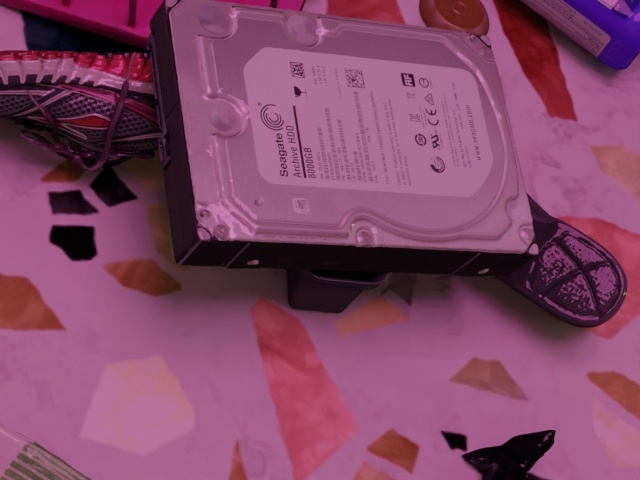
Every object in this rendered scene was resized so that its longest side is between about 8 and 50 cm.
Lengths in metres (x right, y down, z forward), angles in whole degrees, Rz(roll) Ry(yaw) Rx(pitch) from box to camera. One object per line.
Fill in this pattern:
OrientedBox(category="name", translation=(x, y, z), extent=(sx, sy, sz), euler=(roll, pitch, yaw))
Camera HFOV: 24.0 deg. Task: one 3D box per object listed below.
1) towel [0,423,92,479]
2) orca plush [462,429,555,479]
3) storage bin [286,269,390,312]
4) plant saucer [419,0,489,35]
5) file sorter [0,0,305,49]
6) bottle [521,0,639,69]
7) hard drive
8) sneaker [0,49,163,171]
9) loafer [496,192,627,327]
OrientedBox(category="towel", translation=(-0.325, 0.221, 1.164), extent=(0.325, 0.038, 0.248), euler=(33, 55, 0))
OrientedBox(category="orca plush", translation=(0.210, 0.291, 1.290), extent=(0.151, 0.102, 0.287), euler=(11, 57, -15))
OrientedBox(category="storage bin", translation=(0.000, 0.000, 1.392), extent=(0.098, 0.091, 0.135), euler=(6, 58, -18))
OrientedBox(category="plant saucer", translation=(0.149, -0.251, 1.650), extent=(0.083, 0.015, 0.083), euler=(10, 58, -16))
OrientedBox(category="file sorter", translation=(-0.146, -0.317, 1.437), extent=(0.290, 0.182, 0.202), euler=(18, 56, 3))
OrientedBox(category="bottle", translation=(0.256, -0.311, 1.681), extent=(0.283, 0.092, 0.118), euler=(37, 50, 3))
OrientedBox(category="hard drive", translation=(0.022, -0.089, 1.344), extent=(0.339, 0.064, 0.237), euler=(3, 64, -26))
OrientedBox(category="sneaker", translation=(-0.226, -0.117, 1.366), extent=(0.299, 0.121, 0.112), euler=(0, 97, -11))
OrientedBox(category="loafer", translation=(0.166, -0.018, 1.485), extent=(0.302, 0.095, 0.109), euler=(40, 85, 11))
